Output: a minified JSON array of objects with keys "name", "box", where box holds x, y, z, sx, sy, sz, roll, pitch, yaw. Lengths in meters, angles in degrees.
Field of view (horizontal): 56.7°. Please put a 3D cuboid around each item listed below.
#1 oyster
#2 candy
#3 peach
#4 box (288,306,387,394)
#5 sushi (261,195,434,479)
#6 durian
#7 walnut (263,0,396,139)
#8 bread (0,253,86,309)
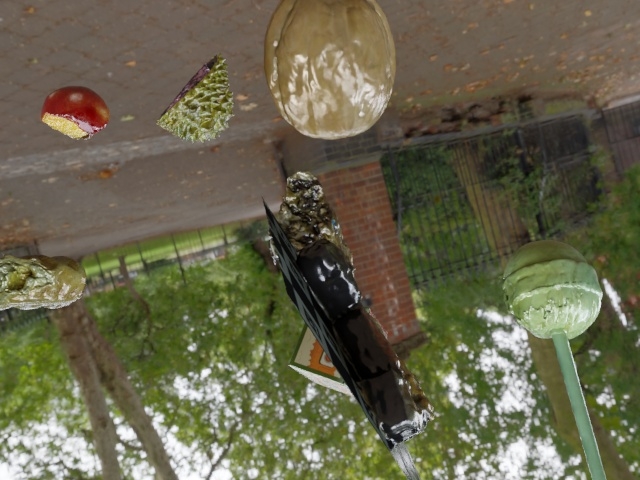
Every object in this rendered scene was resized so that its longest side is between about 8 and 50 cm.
[{"name":"oyster","box":[0.000,0.000,1.159,0.223,0.214,0.083,32,146,-35]},{"name":"candy","box":[0.230,0.155,0.521,0.092,0.335,0.093,5,154,-21]},{"name":"peach","box":[-0.591,-0.317,1.427,0.151,0.151,0.118,-15,139,-1]},{"name":"box","box":[0.050,0.247,1.361,0.148,0.177,0.195,14,160,23]},{"name":"sushi","box":[0.055,0.119,0.733,0.064,0.359,0.343,-31,-160,2]},{"name":"durian","box":[-0.210,-0.239,1.093,0.186,0.108,0.119,-44,-155,11]},{"name":"walnut","box":[0.016,-0.361,1.172,0.252,0.313,0.277,1,-150,15]},{"name":"bread","box":[-0.305,0.045,0.639,0.066,0.060,0.110,-51,152,19]}]
